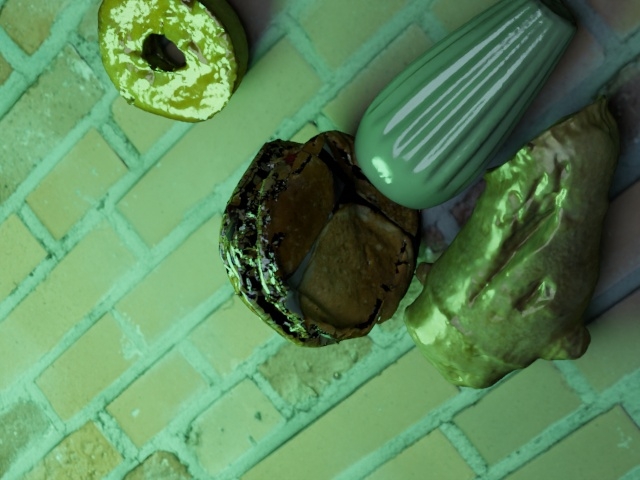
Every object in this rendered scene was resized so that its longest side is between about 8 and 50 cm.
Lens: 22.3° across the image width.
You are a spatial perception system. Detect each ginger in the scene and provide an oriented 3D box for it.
[{"bbox_3d":[0.200,0.008,1.593,0.190,0.126,0.354,30,123,19],"label":"ginger"}]

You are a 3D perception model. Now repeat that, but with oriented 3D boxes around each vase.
[{"bbox_3d":[0.144,-0.143,1.571,0.128,0.128,0.248,47,116,6],"label":"vase"}]

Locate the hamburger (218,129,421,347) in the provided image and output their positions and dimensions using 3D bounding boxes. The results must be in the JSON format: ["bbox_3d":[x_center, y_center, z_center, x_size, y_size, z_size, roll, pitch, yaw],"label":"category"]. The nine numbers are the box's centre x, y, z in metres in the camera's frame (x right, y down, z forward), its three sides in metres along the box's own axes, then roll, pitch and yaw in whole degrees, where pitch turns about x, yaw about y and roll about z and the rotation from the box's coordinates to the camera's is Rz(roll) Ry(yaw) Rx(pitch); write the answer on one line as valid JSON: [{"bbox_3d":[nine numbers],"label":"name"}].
[{"bbox_3d":[0.000,0.000,1.659,0.106,0.231,0.231,-4,108,43],"label":"hamburger"}]

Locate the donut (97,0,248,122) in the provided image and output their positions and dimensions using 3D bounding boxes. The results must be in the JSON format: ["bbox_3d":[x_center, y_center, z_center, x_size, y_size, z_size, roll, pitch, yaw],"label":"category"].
[{"bbox_3d":[-0.153,-0.210,1.752,0.178,0.065,0.162,23,124,19],"label":"donut"}]
